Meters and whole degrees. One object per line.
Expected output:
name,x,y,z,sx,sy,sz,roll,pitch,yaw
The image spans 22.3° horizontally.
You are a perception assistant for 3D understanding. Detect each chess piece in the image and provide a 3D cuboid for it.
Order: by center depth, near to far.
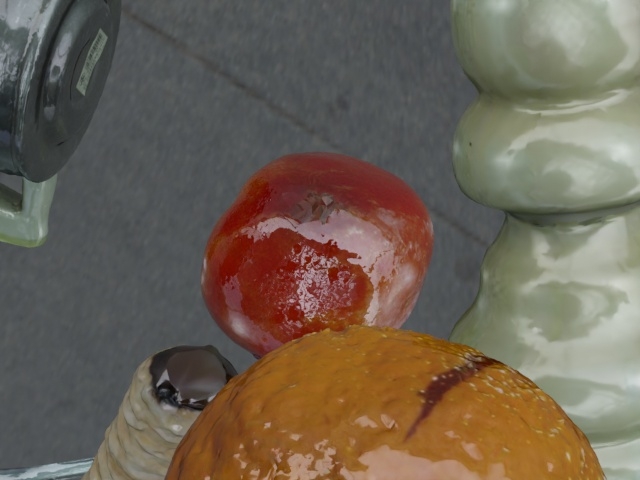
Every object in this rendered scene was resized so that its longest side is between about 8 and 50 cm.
chess piece,0.144,-0.027,0.932,0.182,0.182,0.330,-5,106,6

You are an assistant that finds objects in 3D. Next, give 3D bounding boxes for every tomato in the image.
tomato,0.000,0.000,1.532,0.200,0.233,0.139,27,153,16

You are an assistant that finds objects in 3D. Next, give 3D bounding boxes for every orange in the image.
orange,0.027,0.127,0.633,0.193,0.161,0.193,11,116,25

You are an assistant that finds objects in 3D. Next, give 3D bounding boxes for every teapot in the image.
teapot,-0.341,-0.181,1.648,0.239,0.239,0.321,18,152,9

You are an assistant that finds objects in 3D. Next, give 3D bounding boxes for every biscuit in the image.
biscuit,-0.103,0.126,0.925,0.061,0.055,0.219,-2,147,-25

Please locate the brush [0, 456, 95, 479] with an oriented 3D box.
brush,-0.225,0.189,1.156,0.297,0.068,0.060,-7,77,-9
